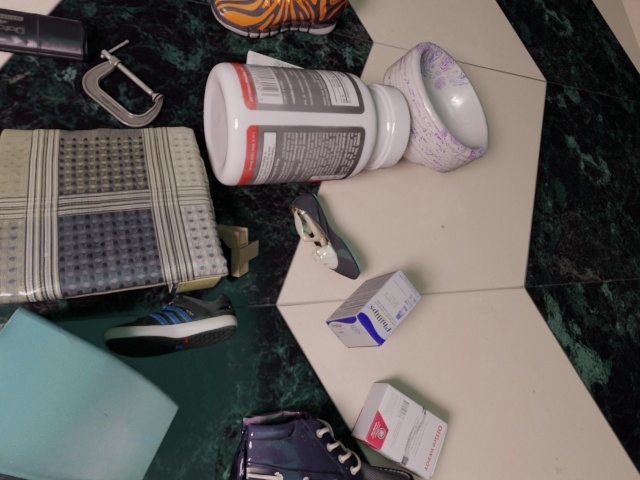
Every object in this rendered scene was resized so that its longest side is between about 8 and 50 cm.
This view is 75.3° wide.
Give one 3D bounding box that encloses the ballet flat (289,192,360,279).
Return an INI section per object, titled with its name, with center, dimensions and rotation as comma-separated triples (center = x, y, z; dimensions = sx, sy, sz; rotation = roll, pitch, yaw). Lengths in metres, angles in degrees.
[ballet flat]
center = 0.000, 0.000, 0.821
dimensions = 0.074, 0.074, 0.203
rotation = -26, 79, -29

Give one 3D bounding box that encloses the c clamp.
[c clamp]
center = -0.359, -0.291, 0.775
dimensions = 0.161, 0.022, 0.137
rotation = 46, 61, -5

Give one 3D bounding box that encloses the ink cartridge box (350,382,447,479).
[ink cartridge box]
center = 0.150, 0.356, 0.778
dimensions = 0.150, 0.063, 0.109
rotation = 37, 62, -11

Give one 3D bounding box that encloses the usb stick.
[usb stick]
center = -0.545, -0.355, 0.699
dimensions = 0.278, 0.045, 0.077
rotation = -2, 82, -25

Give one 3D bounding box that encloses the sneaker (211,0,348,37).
[sneaker]
center = -0.071, -0.550, 0.898
dimensions = 0.321, 0.180, 0.125
rotation = -19, 82, -28

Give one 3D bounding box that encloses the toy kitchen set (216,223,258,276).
[toy kitchen set]
center = -0.163, 0.013, 0.769
dimensions = 0.068, 0.075, 0.083
rotation = -34, 129, -64

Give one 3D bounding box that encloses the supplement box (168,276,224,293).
[supplement box]
center = -0.213, 0.049, 0.699
dimensions = 0.083, 0.083, 0.056
rotation = -7, 75, -25

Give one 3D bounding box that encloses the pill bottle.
[pill bottle]
center = -0.022, -0.217, 0.799
dimensions = 0.362, 0.210, 0.210
rotation = -6, 77, -26

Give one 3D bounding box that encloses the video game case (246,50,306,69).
[video game case]
center = -0.090, -0.333, 0.913
dimensions = 0.157, 0.019, 0.143
rotation = 9, 70, -21

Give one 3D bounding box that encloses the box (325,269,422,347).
[box]
center = 0.100, 0.132, 0.791
dimensions = 0.137, 0.126, 0.072
rotation = -40, 94, -28

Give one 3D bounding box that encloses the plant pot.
[plant pot]
center = -0.328, 0.222, 0.555
dimensions = 0.234, 0.165, 0.165
rotation = 33, 63, -19

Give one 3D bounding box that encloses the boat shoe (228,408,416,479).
[boat shoe]
center = 0.018, 0.365, 0.677
dimensions = 0.340, 0.127, 0.158
rotation = 8, 78, -22

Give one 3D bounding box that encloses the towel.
[towel]
center = -0.328, -0.058, 0.655
dimensions = 0.312, 0.056, 0.324
rotation = -7, 57, -22

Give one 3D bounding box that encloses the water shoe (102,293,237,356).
[water shoe]
center = -0.242, 0.135, 0.679
dimensions = 0.203, 0.073, 0.080
rotation = -1, 48, -24

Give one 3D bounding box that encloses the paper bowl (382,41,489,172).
[paper bowl]
center = 0.251, -0.290, 0.959
dimensions = 0.284, 0.148, 0.284
rotation = 20, 58, -36
